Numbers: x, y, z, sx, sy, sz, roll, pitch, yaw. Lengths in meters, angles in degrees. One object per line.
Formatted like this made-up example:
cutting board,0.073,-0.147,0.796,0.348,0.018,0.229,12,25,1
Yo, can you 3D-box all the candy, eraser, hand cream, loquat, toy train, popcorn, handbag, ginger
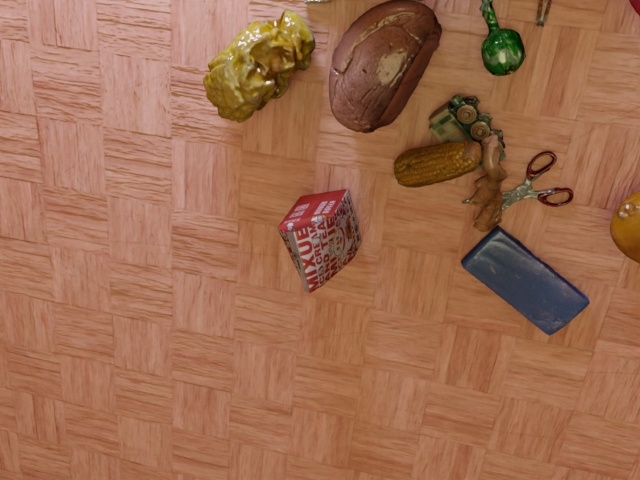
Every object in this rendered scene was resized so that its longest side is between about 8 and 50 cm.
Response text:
candy,0.360,-0.516,1.404,0.097,0.097,0.323,-19,100,20
eraser,0.525,0.108,1.652,0.312,0.043,0.144,38,116,-5
hand cream,0.486,-0.517,1.394,0.035,0.022,0.102,12,112,14
loquat,0.773,-0.029,1.462,0.234,0.176,0.187,18,160,-15
toy train,0.350,-0.249,1.518,0.125,0.081,0.194,-32,107,33
popcorn,-0.151,-0.396,1.487,0.286,0.225,0.174,-34,106,26
handbag,0.000,0.000,1.586,0.151,0.298,0.171,-9,112,16
ginger,0.395,-0.125,1.520,0.089,0.075,0.288,-1,139,13

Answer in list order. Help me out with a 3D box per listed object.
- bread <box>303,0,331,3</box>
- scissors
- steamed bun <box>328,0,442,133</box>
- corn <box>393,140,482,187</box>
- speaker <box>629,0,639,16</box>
bread,-0.007,-0.585,1.472,0.070,0.035,0.083,4,112,10
scissors,0.479,-0.111,1.582,0.247,0.017,0.144,-24,106,24
steamed bun,0.122,-0.400,1.422,0.199,0.251,0.301,34,114,9
corn,0.268,-0.180,1.515,0.261,0.097,0.097,-9,116,52
speaker,0.714,-0.523,1.194,0.294,0.294,0.294,5,115,11
